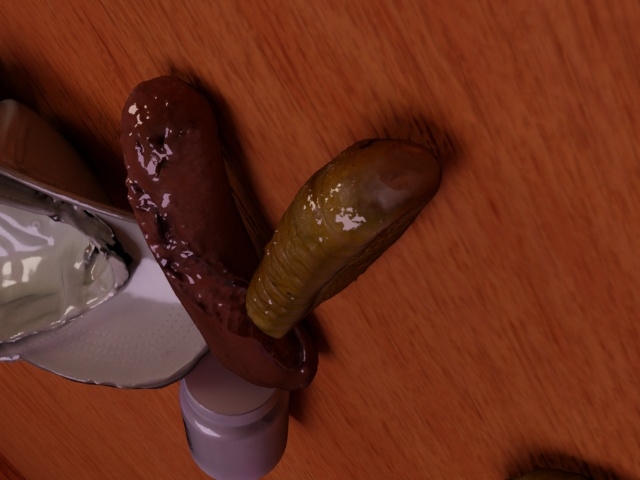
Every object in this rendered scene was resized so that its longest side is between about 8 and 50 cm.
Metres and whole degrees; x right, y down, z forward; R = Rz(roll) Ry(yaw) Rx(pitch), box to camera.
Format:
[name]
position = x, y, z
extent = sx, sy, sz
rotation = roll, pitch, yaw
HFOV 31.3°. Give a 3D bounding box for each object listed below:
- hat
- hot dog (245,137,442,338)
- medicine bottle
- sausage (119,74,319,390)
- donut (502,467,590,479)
[hat]
position = -0.210, -0.011, 1.000
extent = 0.302, 0.168, 0.257
rotation = 12, 133, 9
[hot dog]
position = 0.001, 0.004, 0.725
extent = 0.061, 0.088, 0.286
rotation = 47, 154, 4
[medicine bottle]
position = -0.081, 0.157, 1.084
extent = 0.103, 0.103, 0.186
rotation = 36, 156, 17
[sausage]
position = -0.077, 0.015, 0.869
extent = 0.087, 0.079, 0.326
rotation = -10, 136, 10
[donut]
position = 0.205, 0.279, 0.812
extent = 0.261, 0.128, 0.208
rotation = 38, 156, 8
